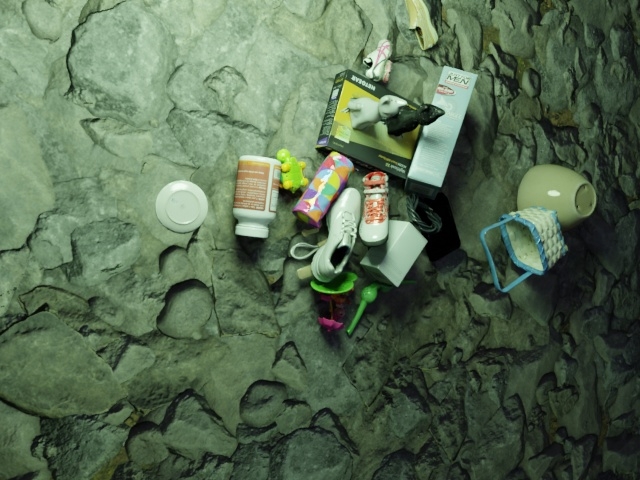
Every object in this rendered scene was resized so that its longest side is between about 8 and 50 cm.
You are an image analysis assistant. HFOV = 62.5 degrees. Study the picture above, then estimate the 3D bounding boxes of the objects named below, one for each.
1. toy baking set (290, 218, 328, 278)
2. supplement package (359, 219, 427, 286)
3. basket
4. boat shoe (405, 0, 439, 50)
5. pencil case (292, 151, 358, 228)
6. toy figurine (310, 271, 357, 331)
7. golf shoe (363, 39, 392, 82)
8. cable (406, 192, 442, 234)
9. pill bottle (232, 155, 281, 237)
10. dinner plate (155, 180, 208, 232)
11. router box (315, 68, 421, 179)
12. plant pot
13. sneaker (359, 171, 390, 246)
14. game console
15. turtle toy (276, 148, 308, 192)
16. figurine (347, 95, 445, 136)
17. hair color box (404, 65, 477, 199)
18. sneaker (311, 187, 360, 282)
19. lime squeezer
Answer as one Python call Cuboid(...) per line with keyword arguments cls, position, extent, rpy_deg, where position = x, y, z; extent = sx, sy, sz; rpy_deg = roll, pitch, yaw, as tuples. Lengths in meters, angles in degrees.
Cuboid(cls="toy baking set", position=(0.006, 0.000, 1.622), extent=(0.196, 0.030, 0.257), rpy_deg=(12, 82, -22))
Cuboid(cls="supplement package", position=(0.229, 0.038, 1.651), extent=(0.105, 0.105, 0.179), rpy_deg=(42, 76, -25))
Cuboid(cls="basket", position=(0.726, 0.023, 1.910), extent=(0.288, 0.201, 0.255), rpy_deg=(-27, 109, -16))
Cuboid(cls="boat shoe", position=(0.317, -0.711, 1.715), extent=(0.072, 0.068, 0.190), rpy_deg=(-37, 110, -8))
Cuboid(cls="pencil case", position=(0.013, -0.151, 1.567), extent=(0.104, 0.104, 0.236), rpy_deg=(42, 71, -24))
Cuboid(cls="toy figurine", position=(0.047, 0.197, 1.630), extent=(0.173, 0.130, 0.159), rpy_deg=(-23, 120, -50))
Cuboid(cls="golf shoe", position=(0.177, -0.562, 1.622), extent=(0.085, 0.068, 0.186), rpy_deg=(11, 52, -3))
Cuboid(cls="cable", position=(0.327, -0.085, 1.674), extent=(0.184, 0.047, 0.151), rpy_deg=(-16, 75, -59))
Cuboid(cls="pill bottle", position=(-0.179, -0.119, 1.460), extent=(0.121, 0.121, 0.216), rpy_deg=(7, 91, -28))
Cuboid(cls="dinner plate", position=(-0.370, -0.091, 1.420), extent=(0.141, 0.017, 0.141), rpy_deg=(-1, 93, -27))
Cuboid(cls="router box", position=(0.159, -0.352, 1.645), extent=(0.308, 0.081, 0.243), rpy_deg=(17, 86, -28))
Cuboid(cls="plant pot", position=(0.921, -0.155, 2.006), extent=(0.283, 0.191, 0.285), rpy_deg=(-2, 95, -27))
Cuboid(cls="sneaker", position=(0.159, -0.104, 1.575), extent=(0.270, 0.090, 0.145), rpy_deg=(-70, 154, -55))
Cuboid(cls="game console", position=(0.313, -0.003, 1.776), extent=(0.361, 0.044, 0.213), rpy_deg=(-27, 106, -23))
Cuboid(cls="turtle toy", position=(-0.092, -0.201, 1.530), extent=(0.095, 0.066, 0.130), rpy_deg=(-16, 99, -50))
Cuboid(cls="figurine", position=(0.212, -0.366, 1.507), extent=(0.214, 0.209, 0.093), rpy_deg=(3, 92, -28))
Cuboid(cls="hair color box", position=(0.381, -0.337, 1.694), extent=(0.113, 0.185, 0.375), rpy_deg=(18, 84, 8))
Cuboid(cls="sneaker", position=(0.070, -0.018, 1.564), extent=(0.110, 0.129, 0.297), rpy_deg=(19, 78, -19))
Cuboid(cls="lime squeezer", position=(0.196, 0.180, 1.720), extent=(0.310, 0.058, 0.110), rpy_deg=(-34, 108, -23))
